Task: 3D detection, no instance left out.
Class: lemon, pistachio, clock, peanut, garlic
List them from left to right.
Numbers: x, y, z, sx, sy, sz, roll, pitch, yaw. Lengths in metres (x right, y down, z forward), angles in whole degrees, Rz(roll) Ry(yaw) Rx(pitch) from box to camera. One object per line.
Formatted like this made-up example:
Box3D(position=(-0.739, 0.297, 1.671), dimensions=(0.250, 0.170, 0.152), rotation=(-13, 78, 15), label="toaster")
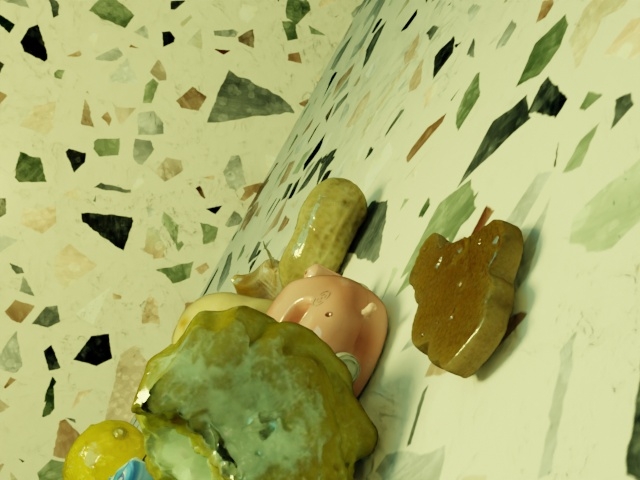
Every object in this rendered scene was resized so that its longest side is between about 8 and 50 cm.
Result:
Box3D(position=(-0.553, 0.597, 2.229), dimensions=(0.233, 0.233, 0.288), rotation=(-83, 19, -60), label="lemon")
Box3D(position=(-0.172, 0.216, 1.608), dimensions=(0.238, 0.229, 0.321), rotation=(-38, -10, -35), label="pistachio")
Box3D(position=(-0.115, 0.087, 1.873), dimensions=(0.090, 0.128, 0.198), rotation=(-49, 2, -33), label="garlic")
Box3D(position=(-0.004, 0.157, 1.270), dimensions=(0.227, 0.142, 0.241), rotation=(-60, 16, 1), label="clock")
Box3D(position=(0.000, 0.000, 1.648), dimensions=(0.253, 0.122, 0.137), rotation=(-66, 13, -6), label="peanut")

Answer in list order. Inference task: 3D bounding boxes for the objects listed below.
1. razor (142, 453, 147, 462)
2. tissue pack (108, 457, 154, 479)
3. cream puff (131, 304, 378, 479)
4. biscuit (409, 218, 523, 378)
Box3D(position=(-0.339, 0.518, 1.841), dimensions=(0.189, 0.107, 0.327), rotation=(-56, 13, 14), label="razor")
Box3D(position=(-0.297, 0.535, 1.428), dimensions=(0.146, 0.198, 0.263), rotation=(-43, 21, 45), label="tissue pack")
Box3D(position=(-0.080, 0.251, 1.094), dimensions=(0.274, 0.323, 0.270), rotation=(-31, -17, -21), label="cream puff")
Box3D(position=(0.167, 0.055, 1.030), dimensions=(0.183, 0.047, 0.320), rotation=(-58, 12, 1), label="biscuit")
